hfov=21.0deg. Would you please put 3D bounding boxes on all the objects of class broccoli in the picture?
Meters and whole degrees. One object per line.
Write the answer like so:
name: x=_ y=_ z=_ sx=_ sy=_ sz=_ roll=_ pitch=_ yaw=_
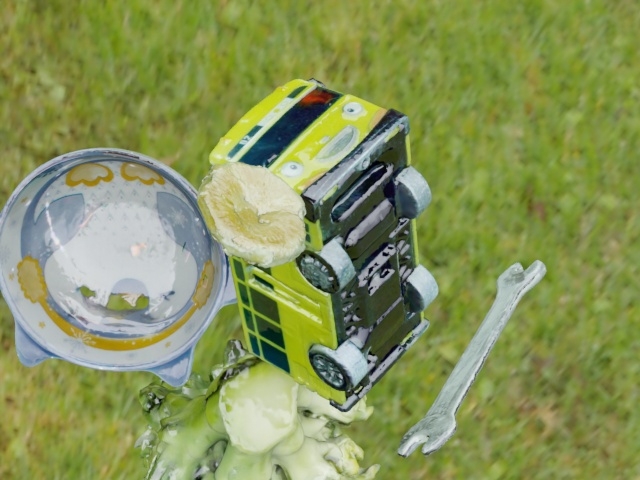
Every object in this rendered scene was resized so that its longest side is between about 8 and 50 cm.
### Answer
broccoli: x=-0.052 y=0.189 z=1.603 sx=0.248 sy=0.245 sz=0.288 roll=9 pitch=71 yaw=-9

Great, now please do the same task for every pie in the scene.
pie: x=-0.045 y=-0.018 z=1.116 sx=0.084 sy=0.020 sz=0.084 roll=20 pitch=42 yaw=-19

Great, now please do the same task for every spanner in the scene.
spanner: x=0.154 y=0.112 z=1.706 sx=0.017 sy=0.071 sz=0.302 roll=51 pitch=45 yaw=-15

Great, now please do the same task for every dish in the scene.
dish: x=-0.184 y=0.018 z=1.534 sx=0.236 sy=0.228 sz=0.086 roll=30 pitch=18 yaw=-3

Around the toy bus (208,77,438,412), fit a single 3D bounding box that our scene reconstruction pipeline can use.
toy bus: x=0.000 y=0.000 z=1.412 sx=0.150 sy=0.262 sz=0.128 roll=28 pitch=57 yaw=29
